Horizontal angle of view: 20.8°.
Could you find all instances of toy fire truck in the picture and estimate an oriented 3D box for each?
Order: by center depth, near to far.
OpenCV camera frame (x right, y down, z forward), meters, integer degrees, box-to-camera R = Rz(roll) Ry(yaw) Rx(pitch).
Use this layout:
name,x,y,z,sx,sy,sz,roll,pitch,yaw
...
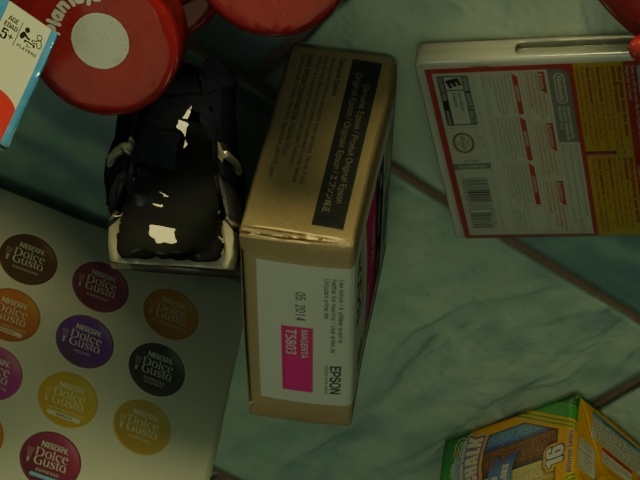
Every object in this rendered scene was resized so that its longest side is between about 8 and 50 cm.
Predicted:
name,x,y,z,sx,sy,sz,roll,pitch,yaw
toy fire truck,-0.105,-0.245,1.110,0.302,0.169,0.254,-23,111,22

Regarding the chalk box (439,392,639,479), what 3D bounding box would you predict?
name,x,y,z,sx,sy,sz,roll,pitch,yaw
chalk box,0.195,0.258,1.664,0.213,0.132,0.132,-24,130,37

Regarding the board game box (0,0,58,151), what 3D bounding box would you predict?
name,x,y,z,sx,sy,sz,roll,pitch,yaw
board game box,-0.370,-0.147,1.090,0.302,0.086,0.308,34,155,-31

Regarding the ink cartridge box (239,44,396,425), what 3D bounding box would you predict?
name,x,y,z,sx,sy,sz,roll,pitch,yaw
ink cartridge box,0.000,0.000,1.351,0.088,0.193,0.234,8,141,6

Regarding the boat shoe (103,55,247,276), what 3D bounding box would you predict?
name,x,y,z,sx,sy,sz,roll,pitch,yaw
boat shoe,-0.103,-0.053,1.358,0.127,0.158,0.340,4,177,-6

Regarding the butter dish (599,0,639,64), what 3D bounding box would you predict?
name,x,y,z,sx,sy,sz,roll,pitch,yaw
butter dish,0.235,-0.162,1.120,0.160,0.118,0.160,36,167,-30

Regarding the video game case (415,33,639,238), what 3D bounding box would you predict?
name,x,y,z,sx,sy,sz,roll,pitch,yaw
video game case,0.228,-0.076,1.333,0.285,0.025,0.204,-1,139,16

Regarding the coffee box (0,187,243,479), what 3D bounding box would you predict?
name,x,y,z,sx,sy,sz,roll,pitch,yaw
coffee box,-0.301,0.188,1.545,0.338,0.334,0.338,22,142,-14
